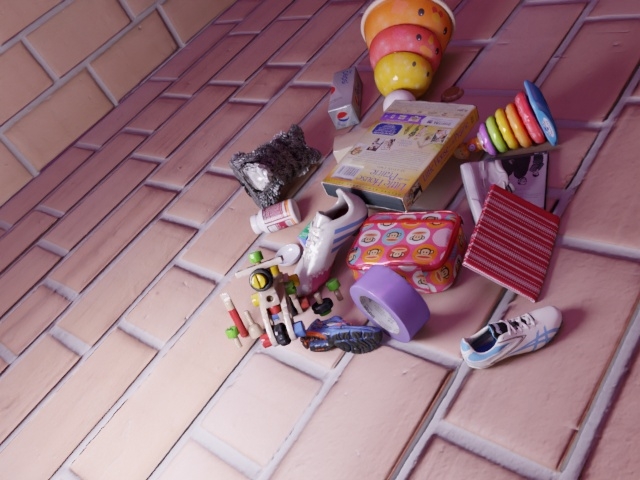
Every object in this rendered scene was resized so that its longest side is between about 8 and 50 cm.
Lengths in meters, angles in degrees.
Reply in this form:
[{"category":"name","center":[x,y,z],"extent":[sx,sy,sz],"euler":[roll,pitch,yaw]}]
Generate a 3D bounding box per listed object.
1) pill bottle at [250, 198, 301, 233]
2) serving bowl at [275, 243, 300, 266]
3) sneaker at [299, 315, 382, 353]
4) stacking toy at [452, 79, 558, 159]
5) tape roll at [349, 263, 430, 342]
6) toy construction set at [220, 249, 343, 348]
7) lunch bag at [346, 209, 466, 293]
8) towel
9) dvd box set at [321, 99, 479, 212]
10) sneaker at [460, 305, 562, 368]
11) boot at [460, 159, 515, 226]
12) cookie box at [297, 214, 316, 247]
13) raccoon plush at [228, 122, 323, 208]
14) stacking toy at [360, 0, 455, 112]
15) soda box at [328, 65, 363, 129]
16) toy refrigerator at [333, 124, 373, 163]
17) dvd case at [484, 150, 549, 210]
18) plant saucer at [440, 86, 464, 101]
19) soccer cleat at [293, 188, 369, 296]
[{"category":"pill bottle","center":[-0.147,-0.074,1.976],"extent":[0.152,0.086,0.086],"euler":[-18,40,13]},{"category":"serving bowl","center":[-0.096,0.050,1.857],"extent":[0.083,0.027,0.083],"euler":[-17,40,15]},{"category":"sneaker","center":[0.054,0.228,1.536],"extent":[0.221,0.083,0.087],"euler":[-2,41,27]},{"category":"stacking toy","center":[0.528,-0.317,1.797],"extent":[0.302,0.175,0.166],"euler":[-24,35,25]},{"category":"tape roll","center":[0.166,0.152,1.460],"extent":[0.080,0.189,0.189],"euler":[-45,42,-18]},{"category":"toy construction set","center":[-0.152,0.135,1.593],"extent":[0.308,0.237,0.257],"euler":[-18,14,32]},{"category":"lunch bag","center":[0.239,0.014,1.630],"extent":[0.293,0.120,0.258],"euler":[0,43,32]},{"category":"towel","center":[0.471,0.000,1.487],"extent":[0.199,0.031,0.275],"euler":[28,58,3]},{"category":"dvd box set","center":[0.240,-0.268,1.820],"extent":[0.307,0.062,0.420],"euler":[15,55,41]},{"category":"sneaker","center":[0.420,0.204,1.332],"extent":[0.237,0.086,0.085],"euler":[-27,37,2]},{"category":"boot","center":[0.455,-0.123,1.613],"extent":[0.123,0.095,0.258],"euler":[-11,49,10]},{"category":"cookie box","center":[-0.008,-0.013,1.821],"extent":[0.040,0.092,0.107],"euler":[15,56,44]},{"category":"raccoon plush","center":[-0.109,-0.249,2.006],"extent":[0.299,0.216,0.446],"euler":[-36,22,-9]},{"category":"stacking toy","center":[0.306,-0.614,2.184],"extent":[0.350,0.350,0.480],"euler":[-6,63,26]},{"category":"soda box","center":[0.099,-0.551,2.335],"extent":[0.098,0.091,0.286],"euler":[-13,42,20]},{"category":"toy refrigerator","center":[0.185,-0.323,2.040],"extent":[0.269,0.094,0.102],"euler":[-14,38,15]},{"category":"dvd case","center":[0.536,-0.154,1.690],"extent":[0.179,0.029,0.239],"euler":[-4,46,28]},{"category":"plant saucer","center":[0.463,-0.518,2.139],"extent":[0.083,0.015,0.083],"euler":[-17,41,15]},{"category":"soccer cleat","center":[0.000,0.000,1.715],"extent":[0.331,0.143,0.116],"euler":[-54,40,-4]}]
